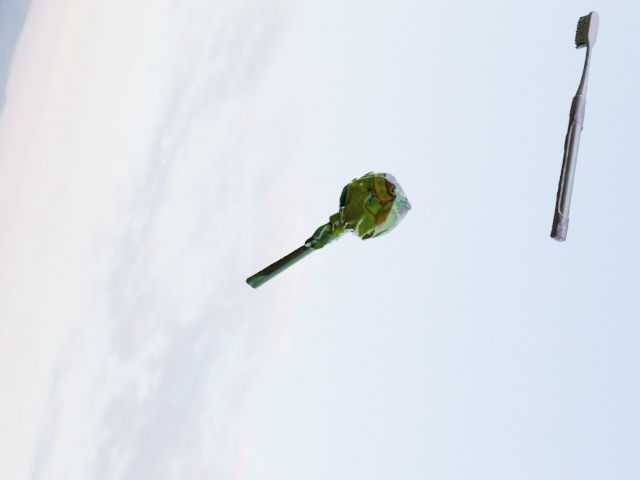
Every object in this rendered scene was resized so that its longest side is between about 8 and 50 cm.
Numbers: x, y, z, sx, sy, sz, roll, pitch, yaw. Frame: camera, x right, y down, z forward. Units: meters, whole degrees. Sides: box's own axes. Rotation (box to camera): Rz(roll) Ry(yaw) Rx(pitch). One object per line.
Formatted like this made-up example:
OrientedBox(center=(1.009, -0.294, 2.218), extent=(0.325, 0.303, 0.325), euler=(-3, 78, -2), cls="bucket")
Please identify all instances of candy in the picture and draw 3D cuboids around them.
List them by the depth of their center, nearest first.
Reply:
OrientedBox(center=(-0.002, 0.000, 1.135), extent=(0.262, 0.073, 0.077), euler=(-32, -165, 35), cls="candy")

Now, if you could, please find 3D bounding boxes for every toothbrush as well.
OrientedBox(center=(0.346, -0.163, 1.286), extent=(0.029, 0.024, 0.354), euler=(-13, -122, 52), cls="toothbrush")
